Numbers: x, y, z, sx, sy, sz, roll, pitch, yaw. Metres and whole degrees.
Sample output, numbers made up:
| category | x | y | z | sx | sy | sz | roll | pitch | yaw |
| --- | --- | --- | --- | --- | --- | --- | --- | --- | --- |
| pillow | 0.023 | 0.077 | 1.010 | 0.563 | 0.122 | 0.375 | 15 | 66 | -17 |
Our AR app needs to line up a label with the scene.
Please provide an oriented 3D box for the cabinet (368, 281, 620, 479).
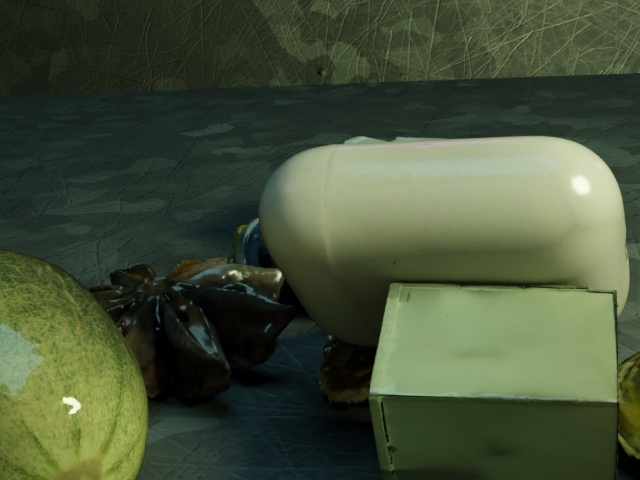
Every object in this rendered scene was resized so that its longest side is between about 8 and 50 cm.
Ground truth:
| category | x | y | z | sx | sy | sz | roll | pitch | yaw |
| --- | --- | --- | --- | --- | --- | --- | --- | --- | --- |
| cabinet | 0.162 | 0.137 | 0.974 | 0.206 | 0.145 | 0.150 | 0 | 40 | 13 |

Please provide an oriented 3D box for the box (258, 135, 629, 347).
| category | x | y | z | sx | sy | sz | roll | pitch | yaw |
| --- | --- | --- | --- | --- | --- | --- | --- | --- | --- |
| box | 0.128 | 0.009 | 1.083 | 0.349 | 0.288 | 0.141 | -2 | 61 | 18 |

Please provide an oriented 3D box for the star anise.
| category | x | y | z | sx | sy | sz | roll | pitch | yaw |
| --- | --- | --- | --- | --- | --- | --- | --- | --- | --- |
| star anise | -0.180 | 0.103 | 1.266 | 0.332 | 0.117 | 0.331 | -12 | 22 | 5 |

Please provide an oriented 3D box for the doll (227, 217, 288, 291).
| category | x | y | z | sx | sy | sz | roll | pitch | yaw |
| --- | --- | --- | --- | --- | --- | --- | --- | --- | --- |
| doll | 0.000 | 0.000 | 1.415 | 0.314 | 0.141 | 0.177 | -13 | 53 | 41 |

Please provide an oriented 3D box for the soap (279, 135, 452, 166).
| category | x | y | z | sx | sy | sz | roll | pitch | yaw |
| --- | --- | --- | --- | --- | --- | --- | --- | --- | --- |
| soap | 0.184 | -0.043 | 1.531 | 0.446 | 0.156 | 0.261 | 12 | 22 | 40 |

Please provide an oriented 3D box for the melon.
| category | x | y | z | sx | sy | sz | roll | pitch | yaw |
| --- | --- | --- | --- | --- | --- | --- | --- | --- | --- |
| melon | -0.285 | 0.143 | 0.971 | 0.248 | 0.248 | 0.329 | -15 | 30 | -27 |

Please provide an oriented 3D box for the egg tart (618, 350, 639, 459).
| category | x | y | z | sx | sy | sz | roll | pitch | yaw |
| --- | --- | --- | --- | --- | --- | --- | --- | --- | --- |
| egg tart | 0.409 | 0.147 | 0.997 | 0.297 | 0.132 | 0.297 | 0 | 23 | 0 |

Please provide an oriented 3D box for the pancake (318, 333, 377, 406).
| category | x | y | z | sx | sy | sz | roll | pitch | yaw |
| --- | --- | --- | --- | --- | --- | --- | --- | --- | --- |
| pancake | 0.109 | 0.121 | 1.236 | 0.212 | 0.056 | 0.257 | -8 | 25 | 13 |
